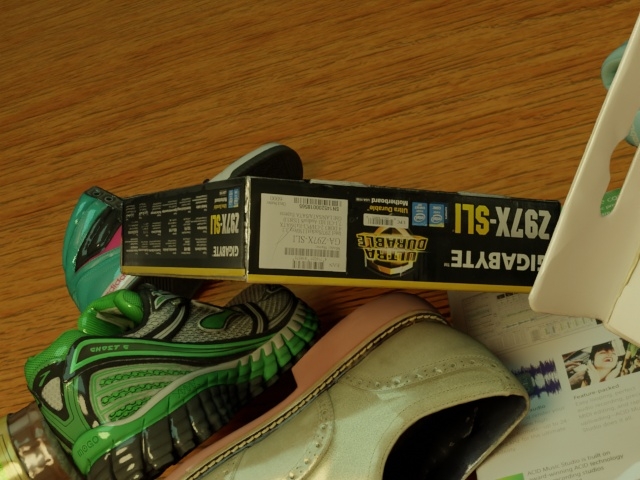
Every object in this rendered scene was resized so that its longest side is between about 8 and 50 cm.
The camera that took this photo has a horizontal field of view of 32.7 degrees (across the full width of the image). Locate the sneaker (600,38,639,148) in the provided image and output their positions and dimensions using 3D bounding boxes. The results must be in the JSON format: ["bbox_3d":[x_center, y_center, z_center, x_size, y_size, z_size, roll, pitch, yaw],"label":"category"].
[{"bbox_3d":[0.354,-0.100,0.971,0.150,0.135,0.366,-24,24,6],"label":"sneaker"}]

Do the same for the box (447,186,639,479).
[{"bbox_3d":[0.227,0.082,0.875,0.232,0.058,0.322,-17,37,13],"label":"box"}]

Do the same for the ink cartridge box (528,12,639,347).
[{"bbox_3d":[0.306,-0.007,0.644,0.119,0.353,0.207,34,109,50],"label":"ink cartridge box"}]

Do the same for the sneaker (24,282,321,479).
[{"bbox_3d":[-0.110,0.086,0.919,0.134,0.146,0.343,-39,-4,22],"label":"sneaker"}]

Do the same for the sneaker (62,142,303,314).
[{"bbox_3d":[-0.171,-0.021,1.212,0.295,0.124,0.178,-43,48,-20],"label":"sneaker"}]

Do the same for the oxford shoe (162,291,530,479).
[{"bbox_3d":[-0.018,0.208,0.766,0.397,0.140,0.146,-49,41,-9],"label":"oxford shoe"}]

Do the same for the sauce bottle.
[{"bbox_3d":[-0.370,0.270,0.969,0.344,0.111,0.111,-32,35,-4],"label":"sauce bottle"}]

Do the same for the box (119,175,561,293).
[{"bbox_3d":[0.000,0.000,0.898,0.257,0.079,0.322,1,-1,-26],"label":"box"}]
